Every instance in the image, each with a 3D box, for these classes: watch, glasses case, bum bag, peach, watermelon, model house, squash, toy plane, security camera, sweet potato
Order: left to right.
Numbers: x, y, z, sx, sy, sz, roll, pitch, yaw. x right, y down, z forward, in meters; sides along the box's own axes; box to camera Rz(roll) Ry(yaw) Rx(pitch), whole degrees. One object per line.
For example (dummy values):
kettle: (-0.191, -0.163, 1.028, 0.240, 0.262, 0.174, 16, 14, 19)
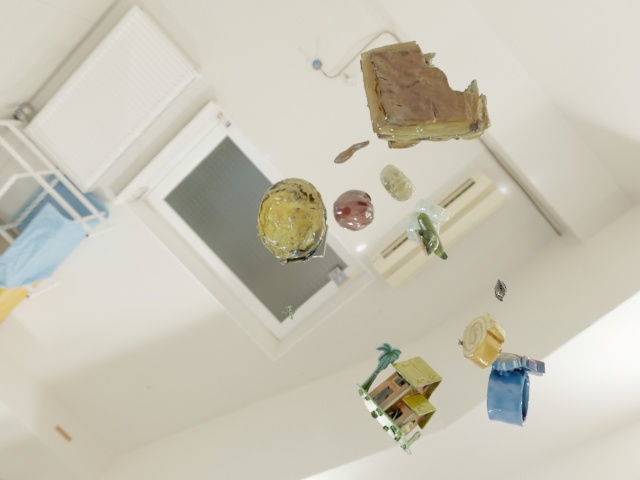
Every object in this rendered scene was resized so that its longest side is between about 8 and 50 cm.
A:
toy plane: (-0.153, 0.364, 2.396, 0.080, 0.083, 0.033, -4, 140, -23)
glasses case: (-0.001, 0.001, 2.552, 0.072, 0.042, 0.190, 0, -112, 24)
sweet potato: (0.147, -0.409, 2.157, 0.214, 0.050, 0.050, -28, -167, 37)
peach: (0.114, -0.110, 1.659, 0.152, 0.152, 0.152, -42, -175, 5)
model house: (0.351, 0.603, 1.929, 0.324, 0.340, 0.300, -34, -140, -17)
security camera: (0.561, -0.088, 2.529, 0.236, 0.195, 0.194, -64, -177, 8)
watermelon: (0.462, 0.022, 2.040, 0.087, 0.163, 0.069, -3, -129, 30)
squash: (0.522, -0.017, 2.217, 0.066, 0.252, 0.066, -24, 173, -3)
bum bag: (0.643, 0.178, 1.685, 0.034, 0.057, 0.124, -16, 155, 5)
watch: (0.751, 0.588, 1.875, 0.242, 0.305, 0.274, 2, -106, 34)

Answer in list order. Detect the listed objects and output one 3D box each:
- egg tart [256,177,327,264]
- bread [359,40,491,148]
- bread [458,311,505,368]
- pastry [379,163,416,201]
egg tart: (-0.109, -0.062, 1.469, 0.291, 0.290, 0.107, -40, 154, 26)
bread: (0.308, -0.433, 1.453, 0.370, 0.314, 0.191, -5, 162, -7)
bread: (0.436, 0.262, 1.271, 0.122, 0.073, 0.149, -52, -174, 26)
pastry: (0.287, -0.218, 1.778, 0.092, 0.156, 0.156, -37, -173, 14)
